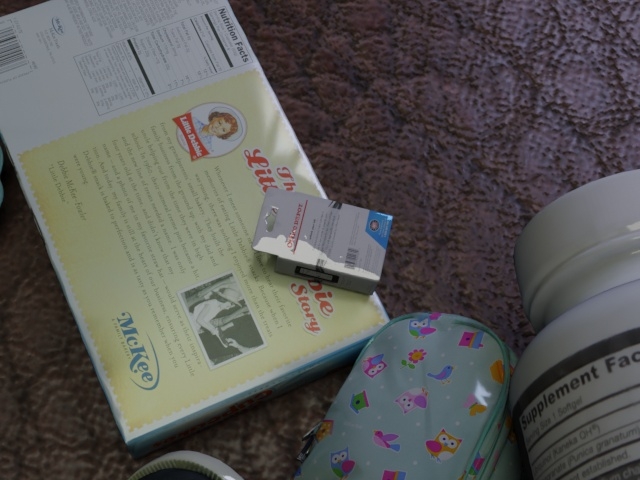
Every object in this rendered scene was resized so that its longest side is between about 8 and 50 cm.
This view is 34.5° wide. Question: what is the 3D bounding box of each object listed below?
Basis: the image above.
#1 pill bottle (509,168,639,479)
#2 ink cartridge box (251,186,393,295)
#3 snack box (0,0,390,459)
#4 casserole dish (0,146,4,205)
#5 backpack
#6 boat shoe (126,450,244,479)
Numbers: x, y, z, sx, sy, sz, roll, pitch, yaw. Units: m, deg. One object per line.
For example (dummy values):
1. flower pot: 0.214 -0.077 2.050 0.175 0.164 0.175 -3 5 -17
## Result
1. pill bottle: 0.195 0.125 0.517 0.176 0.176 0.318 -4 56 -5
2. ink cartridge box: 0.000 0.000 0.662 0.083 0.028 0.048 14 67 -2
3. snack box: -0.104 -0.035 0.714 0.187 0.060 0.322 -22 72 -13
4. casserole dish: -0.309 -0.045 0.719 0.188 0.037 0.114 21 69 4
5. backpack: 0.063 0.136 0.619 0.152 0.115 0.182 16 58 29
6. boat shoe: -0.132 0.260 0.490 0.127 0.113 0.340 35 104 19
